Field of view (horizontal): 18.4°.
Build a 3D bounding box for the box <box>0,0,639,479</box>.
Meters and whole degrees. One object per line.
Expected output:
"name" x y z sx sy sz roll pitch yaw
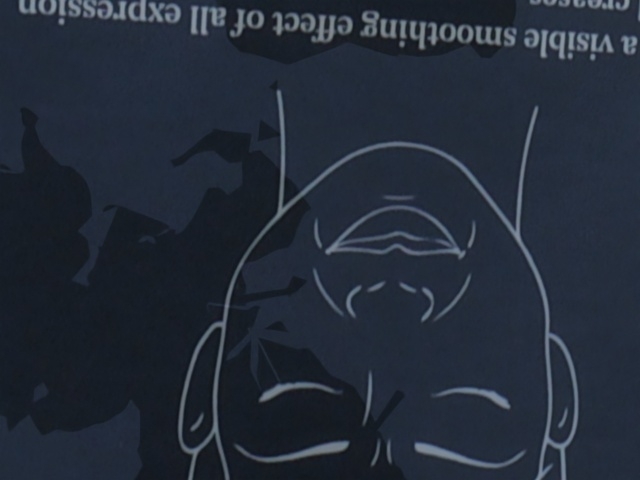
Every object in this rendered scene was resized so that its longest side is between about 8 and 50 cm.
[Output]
"box" 0.000 0.000 0.678 0.293 0.212 0.396 3 97 -12
